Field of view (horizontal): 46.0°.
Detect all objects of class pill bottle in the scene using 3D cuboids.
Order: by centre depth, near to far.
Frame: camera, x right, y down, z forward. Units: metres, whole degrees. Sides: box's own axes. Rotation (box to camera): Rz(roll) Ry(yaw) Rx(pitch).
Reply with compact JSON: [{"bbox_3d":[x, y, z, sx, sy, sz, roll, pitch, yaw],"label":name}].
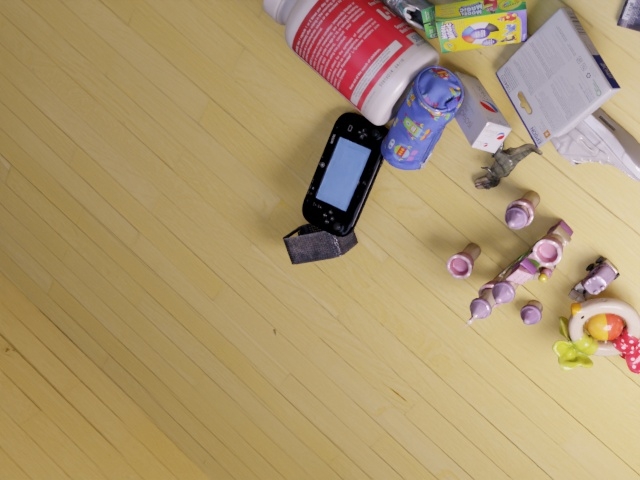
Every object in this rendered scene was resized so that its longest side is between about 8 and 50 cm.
[{"bbox_3d":[0.066,-0.487,1.804,0.408,0.229,0.229,43,126,7],"label":"pill bottle"}]

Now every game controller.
[{"bbox_3d":[0.065,-0.174,1.992,0.167,0.067,0.319,25,100,17],"label":"game controller"}]

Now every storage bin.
[{"bbox_3d":[0.000,0.000,2.130,0.180,0.122,0.084,-10,106,34],"label":"storage bin"}]

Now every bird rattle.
[{"bbox_3d":[0.681,0.227,1.779,0.254,0.143,0.206,0,126,24],"label":"bird rattle"}]

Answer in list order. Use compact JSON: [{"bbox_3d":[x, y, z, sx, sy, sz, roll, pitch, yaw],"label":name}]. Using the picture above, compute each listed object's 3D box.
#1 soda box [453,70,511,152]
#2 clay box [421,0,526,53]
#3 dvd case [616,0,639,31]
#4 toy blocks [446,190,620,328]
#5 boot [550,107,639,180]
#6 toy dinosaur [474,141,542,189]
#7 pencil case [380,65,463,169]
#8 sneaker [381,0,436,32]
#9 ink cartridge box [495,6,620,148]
[{"bbox_3d":[0.355,-0.298,1.736,0.069,0.216,0.073,11,129,-25],"label":"soda box"},{"bbox_3d":[0.341,-0.478,1.670,0.222,0.127,0.053,-6,71,14],"label":"clay box"},{"bbox_3d":[0.742,-0.488,1.530,0.221,0.018,0.164,24,121,21],"label":"dvd case"},{"bbox_3d":[0.485,0.091,1.796,0.309,0.260,0.288,46,126,5],"label":"toy blocks"},{"bbox_3d":[0.621,-0.206,1.696,0.258,0.095,0.123,51,133,12],"label":"boot"},{"bbox_3d":[0.430,-0.208,1.783,0.118,0.064,0.268,58,159,5],"label":"toy dinosaur"},{"bbox_3d":[0.239,-0.275,1.788,0.133,0.119,0.306,49,156,12],"label":"pencil case"},{"bbox_3d":[0.201,-0.556,1.776,0.212,0.094,0.080,36,126,13],"label":"sneaker"},{"bbox_3d":[0.514,-0.352,1.654,0.224,0.045,0.223,-44,64,49],"label":"ink cartridge box"}]
